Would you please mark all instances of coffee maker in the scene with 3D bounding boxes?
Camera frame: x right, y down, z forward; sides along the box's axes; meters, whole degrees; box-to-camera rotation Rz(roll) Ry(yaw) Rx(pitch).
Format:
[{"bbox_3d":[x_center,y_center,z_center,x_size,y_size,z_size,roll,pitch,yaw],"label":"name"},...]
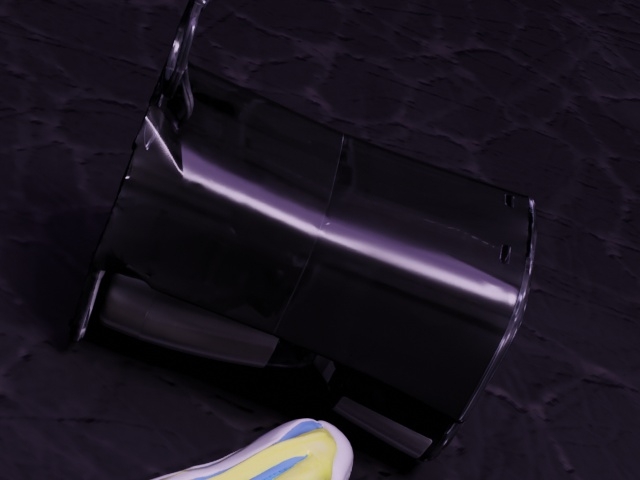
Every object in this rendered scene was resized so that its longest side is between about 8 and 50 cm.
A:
[{"bbox_3d":[0.000,0.000,0.834,0.178,0.171,0.120,20,57,-5],"label":"coffee maker"}]

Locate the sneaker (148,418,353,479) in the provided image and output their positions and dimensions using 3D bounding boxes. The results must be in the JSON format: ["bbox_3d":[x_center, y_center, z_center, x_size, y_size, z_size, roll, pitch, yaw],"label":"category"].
[{"bbox_3d":[-0.082,0.107,0.681,0.126,0.091,0.240,32,31,12],"label":"sneaker"}]
